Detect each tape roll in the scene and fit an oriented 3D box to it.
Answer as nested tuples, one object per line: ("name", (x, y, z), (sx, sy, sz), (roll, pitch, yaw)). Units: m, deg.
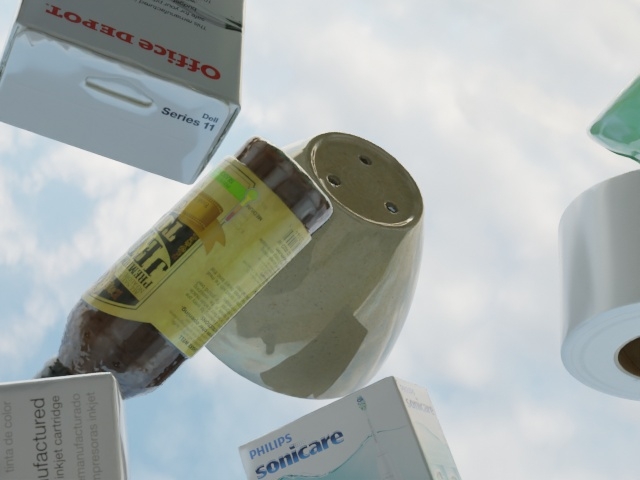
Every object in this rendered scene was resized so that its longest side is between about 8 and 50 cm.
("tape roll", (0.386, 0.054, 1.104), (0.246, 0.246, 0.169), (13, -124, -8))

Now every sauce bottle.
("sauce bottle", (-0.141, 0.057, 0.883), (0.111, 0.111, 0.344), (43, -99, 13))

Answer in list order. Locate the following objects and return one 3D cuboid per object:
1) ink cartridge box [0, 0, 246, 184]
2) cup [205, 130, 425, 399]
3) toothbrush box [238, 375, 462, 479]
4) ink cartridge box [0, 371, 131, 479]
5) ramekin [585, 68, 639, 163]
("ink cartridge box", (-0.137, -0.155, 0.713), (0.153, 0.087, 0.208), (19, -138, -20))
("cup", (0.000, 0.000, 1.285), (0.331, 0.237, 0.331), (21, -141, -18))
("toothbrush box", (0.061, 0.335, 1.154), (0.216, 0.126, 0.295), (-28, -114, 15))
("ink cartridge box", (-0.280, 0.219, 0.681), (0.306, 0.131, 0.226), (-5, -104, -11))
("ramekin", (0.311, -0.127, 0.569), (0.148, 0.303, 0.303), (43, -124, 6))
